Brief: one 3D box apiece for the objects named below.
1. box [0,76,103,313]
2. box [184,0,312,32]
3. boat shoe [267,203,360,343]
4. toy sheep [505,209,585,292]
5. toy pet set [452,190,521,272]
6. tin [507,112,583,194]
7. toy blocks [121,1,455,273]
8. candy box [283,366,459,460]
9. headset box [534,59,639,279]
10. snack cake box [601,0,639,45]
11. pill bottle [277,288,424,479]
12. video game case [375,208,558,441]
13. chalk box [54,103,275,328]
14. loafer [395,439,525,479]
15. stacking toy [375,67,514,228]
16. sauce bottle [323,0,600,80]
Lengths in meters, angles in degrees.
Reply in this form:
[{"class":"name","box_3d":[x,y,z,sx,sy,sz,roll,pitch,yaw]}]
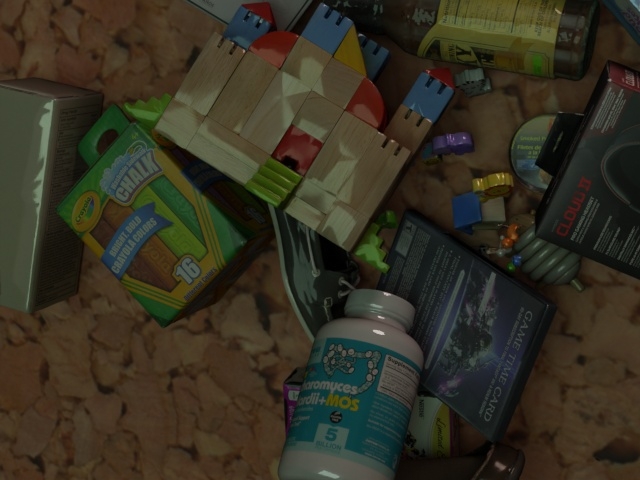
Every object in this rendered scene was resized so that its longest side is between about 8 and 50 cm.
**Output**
[{"class":"box","box_3d":[-0.412,-0.068,1.925,0.121,0.148,0.311,14,102,17]},{"class":"box","box_3d":[-0.049,-0.407,1.732,0.169,0.087,0.290,27,113,-27]},{"class":"boat shoe","box_3d":[0.000,0.000,1.815,0.095,0.112,0.335,-18,90,25]},{"class":"toy sheep","box_3d":[0.292,0.016,1.734,0.132,0.091,0.091,44,110,3]},{"class":"toy pet set","box_3d":[0.208,-0.005,1.740,0.065,0.122,0.114,-1,72,-7]},{"class":"tin","box_3d":[0.336,-0.112,1.722,0.190,0.040,0.106,3,104,18]},{"class":"toy blocks","box_3d":[-0.013,-0.169,1.681,0.381,0.191,0.261,32,92,6]},{"class":"candy box","box_3d":[0.071,0.264,1.847,0.233,0.071,0.159,1,106,16]},{"class":"headset box","box_3d":[0.408,-0.068,1.628,0.293,0.110,0.218,24,113,2]},{"class":"snack cake box","box_3d":[0.400,-0.340,1.609,0.152,0.089,0.264,-40,86,-2]},{"class":"pill bottle","box_3d":[0.046,0.199,1.716,0.146,0.146,0.264,9,67,17]},{"class":"video game case","box_3d":[0.170,0.105,1.744,0.274,0.026,0.196,36,115,42]},{"class":"chalk box","box_3d":[-0.221,-0.056,1.843,0.289,0.179,0.180,45,109,6]},{"class":"loafer","box_3d":[0.097,0.346,1.751,0.366,0.134,0.130,-33,97,24]},{"class":"stacking toy","box_3d":[0.133,-0.115,1.746,0.221,0.052,0.167,-15,68,21]},{"class":"sauce bottle","box_3d":[0.175,-0.279,1.710,0.344,0.111,0.111,12,103,19]}]
